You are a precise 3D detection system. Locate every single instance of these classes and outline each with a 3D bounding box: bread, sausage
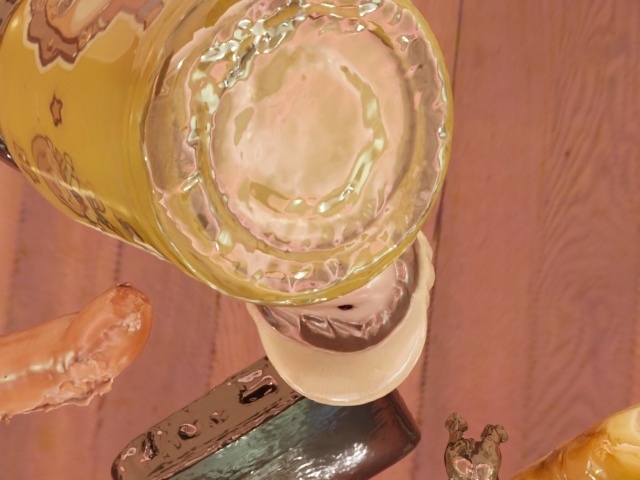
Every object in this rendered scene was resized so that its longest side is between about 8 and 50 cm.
[{"bbox_3d":[0.277,0.216,1.723,0.142,0.305,0.091,-17,76,-18],"label":"bread"},{"bbox_3d":[-0.237,0.099,1.344,0.304,0.078,0.078,-18,81,30],"label":"sausage"}]

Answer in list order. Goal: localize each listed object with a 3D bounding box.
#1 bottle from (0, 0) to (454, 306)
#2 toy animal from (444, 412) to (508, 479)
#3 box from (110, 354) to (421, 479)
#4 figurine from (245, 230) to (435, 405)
[{"bbox_3d":[-0.095,-0.081,0.996,0.172,0.351,0.171,-8,105,-31],"label":"bottle"},{"bbox_3d":[0.108,0.187,1.225,0.047,0.065,0.135,-4,113,6],"label":"toy animal"},{"bbox_3d":[-0.050,0.220,1.866,0.290,0.289,0.073,-31,59,-1],"label":"box"},{"bbox_3d":[0.007,-0.026,1.597,0.185,0.332,0.204,6,39,16],"label":"figurine"}]
